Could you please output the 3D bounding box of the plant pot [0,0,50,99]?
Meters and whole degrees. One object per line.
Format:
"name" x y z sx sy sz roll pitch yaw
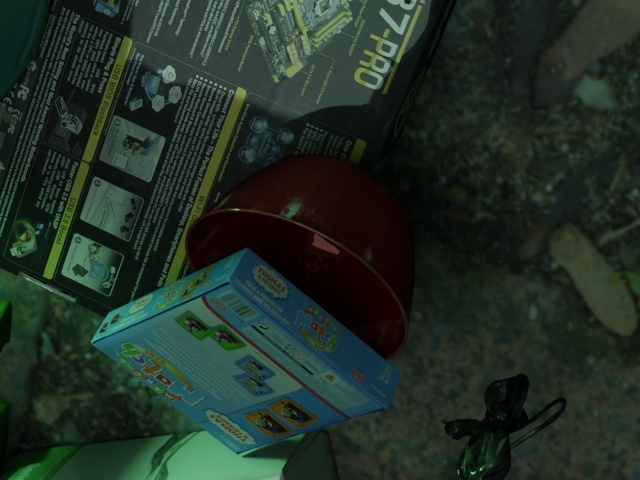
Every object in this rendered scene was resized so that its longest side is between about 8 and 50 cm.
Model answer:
"plant pot" -0.389 -0.216 1.463 0.271 0.255 0.272 5 99 36

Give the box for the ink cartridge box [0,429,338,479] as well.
"ink cartridge box" -0.126 0.282 1.659 0.289 0.121 0.211 -9 103 18

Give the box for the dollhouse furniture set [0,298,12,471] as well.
"dollhouse furniture set" -0.429 0.139 1.651 0.301 0.151 0.197 12 117 4

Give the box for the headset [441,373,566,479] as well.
"headset" 0.143 0.287 1.554 0.243 0.185 0.394 7 119 13

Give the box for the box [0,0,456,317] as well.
"box" -0.097 -0.114 1.545 0.318 0.097 0.395 25 112 8

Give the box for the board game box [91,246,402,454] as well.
"board game box" -0.061 0.091 1.489 0.160 0.039 0.211 40 146 -19

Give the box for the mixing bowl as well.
"mixing bowl" 0.000 0.000 1.441 0.181 0.098 0.181 20 150 12
